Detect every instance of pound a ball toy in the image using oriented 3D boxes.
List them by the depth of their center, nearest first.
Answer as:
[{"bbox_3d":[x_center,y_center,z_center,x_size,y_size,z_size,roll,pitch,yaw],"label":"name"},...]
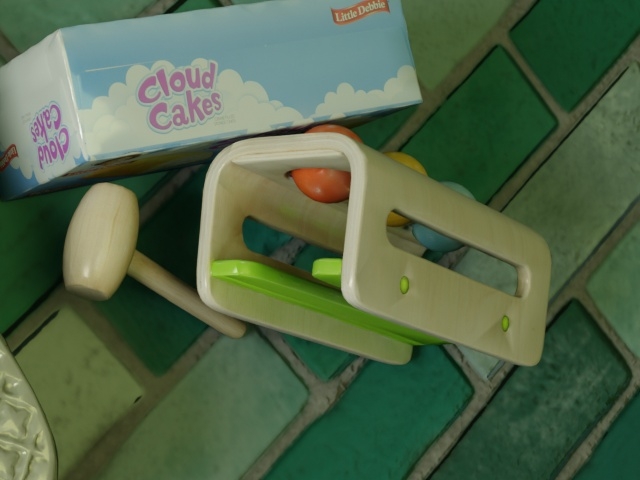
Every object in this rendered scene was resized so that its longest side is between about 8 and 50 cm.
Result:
[{"bbox_3d":[0.000,0.000,1.209,0.319,0.208,0.135,22,70,-54],"label":"pound a ball toy"}]

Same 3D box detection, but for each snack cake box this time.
[{"bbox_3d":[-0.082,-0.102,1.188,0.264,0.152,0.089,-13,90,-32],"label":"snack cake box"}]

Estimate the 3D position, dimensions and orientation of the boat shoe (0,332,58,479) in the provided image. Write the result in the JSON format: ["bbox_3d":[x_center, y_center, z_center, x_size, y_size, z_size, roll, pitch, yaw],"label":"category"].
[{"bbox_3d":[-0.323,-0.018,1.036,0.187,0.156,0.500,-28,86,-29],"label":"boat shoe"}]
